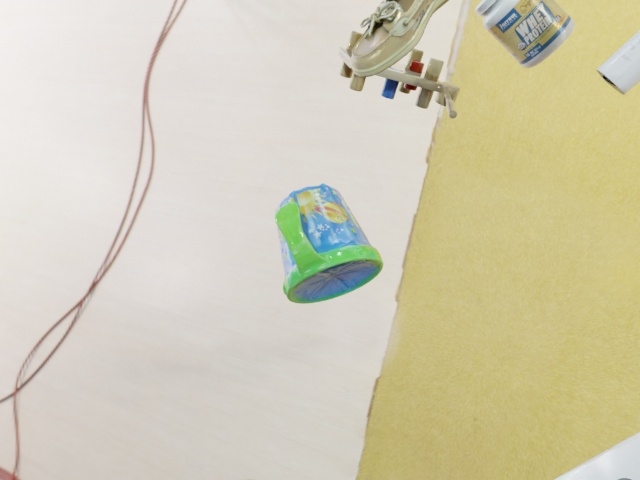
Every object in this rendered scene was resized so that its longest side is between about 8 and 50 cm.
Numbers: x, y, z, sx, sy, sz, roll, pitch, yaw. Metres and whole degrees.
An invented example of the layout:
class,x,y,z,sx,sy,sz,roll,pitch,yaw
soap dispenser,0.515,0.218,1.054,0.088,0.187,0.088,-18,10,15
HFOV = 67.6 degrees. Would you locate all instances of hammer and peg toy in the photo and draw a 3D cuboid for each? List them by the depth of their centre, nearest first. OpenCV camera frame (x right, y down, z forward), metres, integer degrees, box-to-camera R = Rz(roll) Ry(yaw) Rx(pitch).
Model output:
class,x,y,z,sx,sy,sz,roll,pitch,yaw
hammer and peg toy,0.235,-0.447,1.280,0.361,0.266,0.127,11,117,-11

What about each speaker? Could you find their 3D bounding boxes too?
class,x,y,z,sx,sy,sz,roll,pitch,yaw
speaker,0.457,-0.270,0.659,0.136,0.055,0.055,-47,64,27

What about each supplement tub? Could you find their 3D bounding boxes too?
class,x,y,z,sx,sy,sz,roll,pitch,yaw
supplement tub,0.487,-0.534,1.152,0.200,0.144,0.144,41,93,-8

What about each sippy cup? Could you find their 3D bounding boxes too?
class,x,y,z,sx,sy,sz,roll,pitch,yaw
sippy cup,0.000,0.000,1.120,0.240,0.305,0.224,-13,66,-17

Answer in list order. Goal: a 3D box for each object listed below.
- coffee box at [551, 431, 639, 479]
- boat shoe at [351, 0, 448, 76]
class,x,y,z,sx,sy,sz,roll,pitch,yaw
coffee box,0.625,0.469,0.689,0.334,0.338,0.337,-50,34,29
boat shoe,0.143,-0.409,0.823,0.285,0.089,0.104,-51,46,-2
